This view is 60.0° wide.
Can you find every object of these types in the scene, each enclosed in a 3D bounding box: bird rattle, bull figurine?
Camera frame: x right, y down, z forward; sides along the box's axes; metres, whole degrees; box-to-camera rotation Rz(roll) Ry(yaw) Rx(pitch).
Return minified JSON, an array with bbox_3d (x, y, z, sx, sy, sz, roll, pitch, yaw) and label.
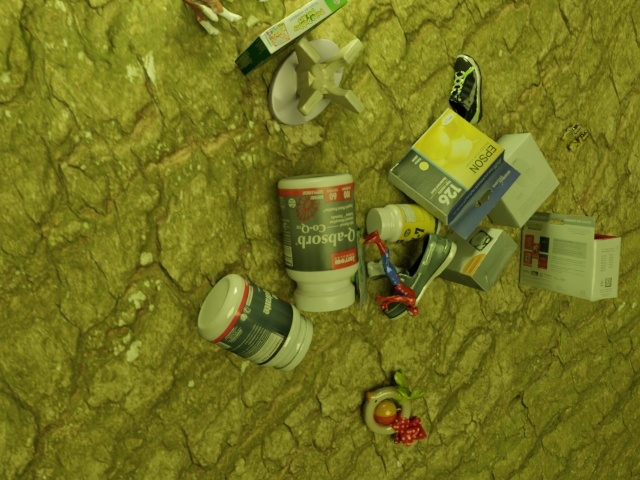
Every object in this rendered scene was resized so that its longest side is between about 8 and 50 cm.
[{"bbox_3d":[0.236,0.557,1.816,0.207,0.143,0.253,-3,112,-13],"label":"bird rattle"},{"bbox_3d":[-0.223,-0.672,1.412,0.310,0.101,0.188,-41,114,-15],"label":"bull figurine"}]

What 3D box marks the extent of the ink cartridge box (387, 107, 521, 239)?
[{"bbox_3d":[0.417,-0.210,1.704,0.307,0.072,0.303,39,74,14],"label":"ink cartridge box"}]

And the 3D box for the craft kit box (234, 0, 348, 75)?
[{"bbox_3d":[-0.082,-0.530,1.417,0.246,0.250,0.061,-42,107,-14],"label":"craft kit box"}]

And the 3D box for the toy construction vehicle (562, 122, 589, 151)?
[{"bbox_3d":[0.933,-0.382,2.036,0.098,0.035,0.086,-50,125,-8],"label":"toy construction vehicle"}]

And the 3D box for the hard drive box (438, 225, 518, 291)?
[{"bbox_3d":[0.478,0.049,1.770,0.089,0.232,0.181,41,79,-24],"label":"hard drive box"}]

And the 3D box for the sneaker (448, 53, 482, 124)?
[{"bbox_3d":[0.456,-0.471,1.768,0.097,0.084,0.234,-19,105,-20],"label":"sneaker"}]

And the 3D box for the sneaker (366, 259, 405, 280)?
[{"bbox_3d":[0.208,0.088,1.748,0.152,0.054,0.061,1,59,-39],"label":"sneaker"}]

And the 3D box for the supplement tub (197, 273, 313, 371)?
[{"bbox_3d":[-0.176,0.228,1.511,0.272,0.191,0.191,32,83,-25],"label":"supplement tub"}]

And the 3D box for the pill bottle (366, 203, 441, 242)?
[{"bbox_3d":[0.255,-0.054,1.714,0.208,0.119,0.119,-4,99,-24],"label":"pill bottle"}]

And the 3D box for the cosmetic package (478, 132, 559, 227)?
[{"bbox_3d":[0.641,-0.201,1.863,0.224,0.138,0.224,-45,111,-13],"label":"cosmetic package"}]

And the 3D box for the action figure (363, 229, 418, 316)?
[{"bbox_3d":[0.185,0.124,1.644,0.139,0.091,0.280,-32,100,14],"label":"action figure"}]

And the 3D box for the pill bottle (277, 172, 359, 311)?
[{"bbox_3d":[0.000,0.000,1.551,0.210,0.210,0.363,-10,101,-24],"label":"pill bottle"}]

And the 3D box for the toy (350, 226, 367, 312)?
[{"bbox_3d":[0.107,0.086,1.683,0.056,0.137,0.237,2,101,14],"label":"toy"}]

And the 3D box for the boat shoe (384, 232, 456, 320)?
[{"bbox_3d":[0.285,0.110,1.727,0.099,0.116,0.319,32,110,-16],"label":"boat shoe"}]

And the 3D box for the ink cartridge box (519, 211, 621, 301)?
[{"bbox_3d":[0.846,0.039,1.897,0.130,0.309,0.272,-4,99,-25],"label":"ink cartridge box"}]

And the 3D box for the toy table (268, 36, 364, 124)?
[{"bbox_3d":[-0.006,-0.434,1.509,0.252,0.161,0.274,29,85,-30],"label":"toy table"}]
